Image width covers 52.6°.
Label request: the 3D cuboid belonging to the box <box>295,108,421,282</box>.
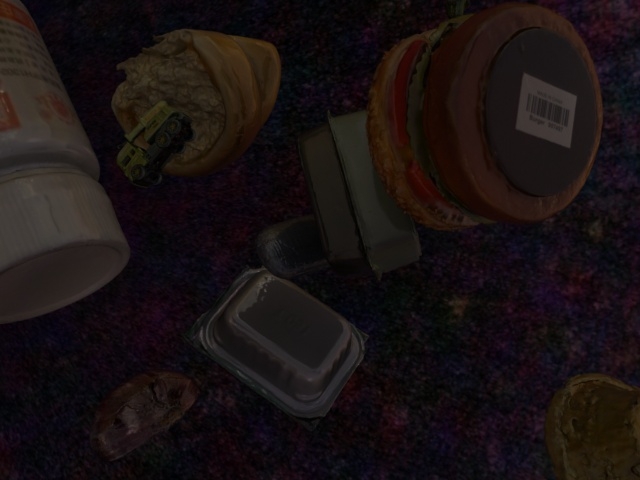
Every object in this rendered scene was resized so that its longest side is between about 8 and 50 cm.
[{"bbox_3d":[0.070,-0.078,1.160,0.166,0.220,0.291,-16,74,6],"label":"box"}]

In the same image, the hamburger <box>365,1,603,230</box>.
[{"bbox_3d":[0.232,-0.176,0.969,0.329,0.250,0.330,-2,94,-31],"label":"hamburger"}]

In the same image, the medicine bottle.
[{"bbox_3d":[-0.386,-0.106,0.770,0.211,0.211,0.372,-19,72,-32],"label":"medicine bottle"}]

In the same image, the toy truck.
[{"bbox_3d":[-0.330,-0.195,1.279,0.169,0.100,0.077,-49,163,9],"label":"toy truck"}]

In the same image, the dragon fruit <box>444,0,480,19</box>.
[{"bbox_3d":[0.259,-0.492,1.171,0.137,0.135,0.236,-10,96,-32],"label":"dragon fruit"}]

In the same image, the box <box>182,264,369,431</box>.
[{"bbox_3d":[-0.075,0.189,1.360,0.336,0.106,0.264,32,55,10],"label":"box"}]

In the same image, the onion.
[{"bbox_3d":[-0.318,0.287,1.123,0.206,0.151,0.098,-36,103,-51],"label":"onion"}]

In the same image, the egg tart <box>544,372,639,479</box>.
[{"bbox_3d":[0.487,0.341,0.960,0.341,0.132,0.342,21,44,-21],"label":"egg tart"}]

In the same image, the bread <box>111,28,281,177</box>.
[{"bbox_3d":[-0.298,-0.336,1.515,0.329,0.423,0.245,46,47,-23],"label":"bread"}]

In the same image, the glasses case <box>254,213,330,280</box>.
[{"bbox_3d":[0.000,0.000,1.268,0.282,0.067,0.109,-15,67,-39],"label":"glasses case"}]
